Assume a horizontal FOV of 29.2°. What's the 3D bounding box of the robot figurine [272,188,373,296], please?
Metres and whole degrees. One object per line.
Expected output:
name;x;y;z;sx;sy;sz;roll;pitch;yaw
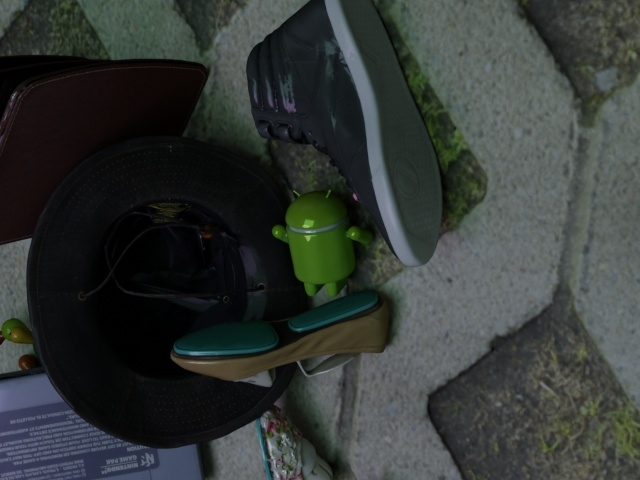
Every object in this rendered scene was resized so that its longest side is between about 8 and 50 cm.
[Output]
robot figurine;0.000;0.000;1.287;0.101;0.067;0.115;1;114;26

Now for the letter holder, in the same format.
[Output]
letter holder;-0.287;-0.134;1.297;0.152;0.302;0.214;39;117;18

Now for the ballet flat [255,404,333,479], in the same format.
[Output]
ballet flat;-0.018;0.290;1.370;0.077;0.091;0.241;-9;101;1

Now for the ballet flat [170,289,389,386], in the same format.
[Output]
ballet flat;-0.037;0.115;1.277;0.232;0.080;0.073;-13;112;-7

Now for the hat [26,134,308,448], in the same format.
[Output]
hat;-0.175;0.054;1.342;0.134;0.331;0.331;180;77;-69

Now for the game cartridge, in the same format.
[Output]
game cartridge;-0.293;0.242;1.440;0.297;0.062;0.198;-9;101;-5

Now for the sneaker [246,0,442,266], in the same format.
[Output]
sneaker;0.020;-0.100;1.246;0.147;0.104;0.296;-22;83;34

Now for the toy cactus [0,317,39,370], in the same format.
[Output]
toy cactus;-0.312;0.169;1.504;0.180;0.112;0.219;-38;71;21
